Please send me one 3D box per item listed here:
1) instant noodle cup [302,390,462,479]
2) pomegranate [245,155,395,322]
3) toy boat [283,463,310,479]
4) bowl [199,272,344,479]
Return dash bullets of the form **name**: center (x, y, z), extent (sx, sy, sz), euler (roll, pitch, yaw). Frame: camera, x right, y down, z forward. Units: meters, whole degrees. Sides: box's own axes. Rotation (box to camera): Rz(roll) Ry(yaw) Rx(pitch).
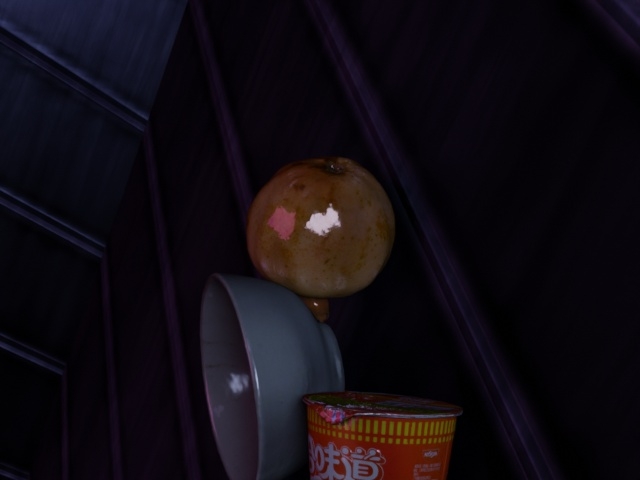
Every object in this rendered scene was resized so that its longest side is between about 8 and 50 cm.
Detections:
- **instant noodle cup**: center (0.062, 0.287, 1.091), extent (0.193, 0.193, 0.212), euler (-2, 83, 64)
- **pomegranate**: center (0.001, -0.016, 1.326), extent (0.207, 0.207, 0.207), euler (-39, 43, 51)
- **toy boat**: center (-0.036, 0.355, 1.322), extent (0.092, 0.134, 0.298), euler (-32, 44, 16)
- **bowl**: center (-0.056, 0.177, 1.264), extent (0.289, 0.146, 0.289), euler (174, 90, -70)
